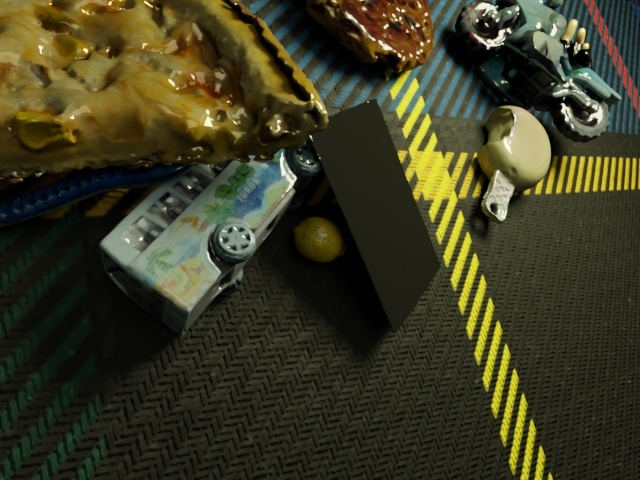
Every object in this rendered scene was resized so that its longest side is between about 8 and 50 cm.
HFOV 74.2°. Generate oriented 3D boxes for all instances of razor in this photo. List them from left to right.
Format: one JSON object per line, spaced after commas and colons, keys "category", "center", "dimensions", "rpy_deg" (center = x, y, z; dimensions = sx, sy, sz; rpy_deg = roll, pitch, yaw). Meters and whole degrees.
{"category": "razor", "center": [-0.285, -0.046, 0.421], "dimensions": [0.323, 0.056, 0.093], "rpy_deg": [-16, 63, -19]}

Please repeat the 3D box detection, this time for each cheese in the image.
{"category": "cheese", "center": [0.377, -0.150, 0.849], "dimensions": [0.163, 0.082, 0.286], "rpy_deg": [40, 58, -10]}

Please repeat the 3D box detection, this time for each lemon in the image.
{"category": "lemon", "center": [0.000, 0.000, 0.585], "dimensions": [0.083, 0.062, 0.062], "rpy_deg": [22, 61, -21]}

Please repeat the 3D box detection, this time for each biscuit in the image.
{"category": "biscuit", "center": [0.080, -0.453, 0.800], "dimensions": [0.334, 0.081, 0.290], "rpy_deg": [32, 58, -20]}

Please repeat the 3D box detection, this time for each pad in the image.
{"category": "pad", "center": [0.092, -0.047, 0.617], "dimensions": [0.202, 0.005, 0.300], "rpy_deg": [-39, 109, -47]}

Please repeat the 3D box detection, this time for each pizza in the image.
{"category": "pizza", "center": [-0.241, -0.240, 0.470], "dimensions": [0.434, 0.080, 0.392], "rpy_deg": [-7, 61, -17]}

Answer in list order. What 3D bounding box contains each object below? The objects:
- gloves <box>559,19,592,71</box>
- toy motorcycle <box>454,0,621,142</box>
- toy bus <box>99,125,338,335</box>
{"category": "gloves", "center": [0.609, -0.454, 1.071], "dimensions": [0.164, 0.124, 0.204], "rpy_deg": [19, 69, -2]}
{"category": "toy motorcycle", "center": [0.500, -0.414, 0.946], "dimensions": [0.416, 0.172, 0.232], "rpy_deg": [41, 74, 1]}
{"category": "toy bus", "center": [-0.106, -0.052, 0.524], "dimensions": [0.135, 0.109, 0.330], "rpy_deg": [34, 56, -1]}
